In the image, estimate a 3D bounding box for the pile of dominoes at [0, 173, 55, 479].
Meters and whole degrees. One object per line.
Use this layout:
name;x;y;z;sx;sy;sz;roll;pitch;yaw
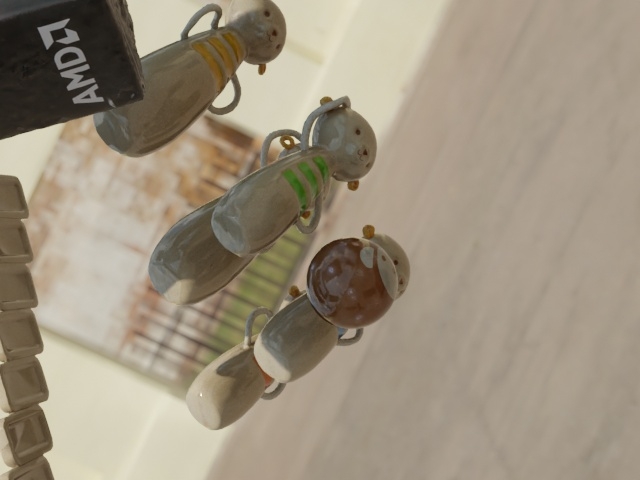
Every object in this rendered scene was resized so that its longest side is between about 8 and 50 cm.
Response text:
pile of dominoes;-0.222;0.044;1.079;0.196;0.040;0.251;43;-147;-61

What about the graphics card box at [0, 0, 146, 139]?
graphics card box;-0.286;-0.129;0.905;0.094;0.371;0.232;75;180;-57

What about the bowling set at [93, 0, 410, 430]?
bowling set;0.000;0.000;1.169;0.154;0.200;0.287;-39;-48;-34
